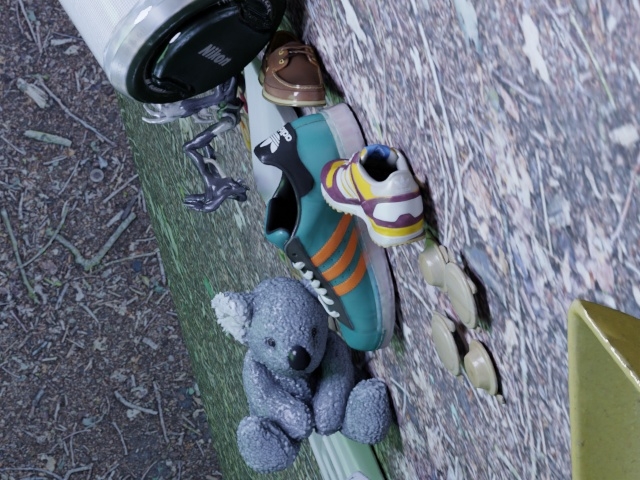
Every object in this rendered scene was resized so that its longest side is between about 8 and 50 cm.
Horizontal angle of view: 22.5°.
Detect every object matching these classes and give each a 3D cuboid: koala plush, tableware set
[{"bbox_3d":[-0.036,0.135,1.994,0.203,0.196,0.221,-109,1,-60],"label":"koala plush"},{"bbox_3d":[0.129,0.074,1.515,0.141,0.020,0.169,-132,25,-61],"label":"tableware set"}]

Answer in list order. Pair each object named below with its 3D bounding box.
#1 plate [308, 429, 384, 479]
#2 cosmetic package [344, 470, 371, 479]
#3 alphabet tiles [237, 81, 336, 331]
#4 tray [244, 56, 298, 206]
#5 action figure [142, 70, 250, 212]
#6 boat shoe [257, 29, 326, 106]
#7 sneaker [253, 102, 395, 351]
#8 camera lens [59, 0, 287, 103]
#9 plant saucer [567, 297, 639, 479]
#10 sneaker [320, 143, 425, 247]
[{"bbox_3d":[0.034,0.318,2.309,0.278,0.045,0.277,93,155,-63],"label":"plate"},{"bbox_3d":[0.080,0.411,1.858,0.225,0.138,0.224,56,171,-9],"label":"cosmetic package"},{"bbox_3d":[-0.049,-0.051,2.182,0.285,0.011,0.343,-144,37,-71],"label":"alphabet tiles"},{"bbox_3d":[-0.052,-0.108,2.003,0.270,0.030,0.145,88,159,-54],"label":"tray"},{"bbox_3d":[-0.159,-0.179,2.066,0.164,0.140,0.276,-70,-22,-77],"label":"action figure"},{"bbox_3d":[-0.033,-0.185,1.738,0.178,0.064,0.060,-121,34,-67],"label":"boat shoe"},{"bbox_3d":[0.000,0.000,1.745,0.108,0.121,0.302,-127,22,-58],"label":"sneaker"},{"bbox_3d":[-0.182,-0.303,1.743,0.274,0.219,0.219,56,165,18],"label":"camera lens"},{"bbox_3d":[0.265,0.237,0.986,0.333,0.081,0.333,-122,17,-47],"label":"plant saucer"},{"bbox_3d":[0.051,-0.063,1.568,0.185,0.069,0.084,-140,40,-57],"label":"sneaker"}]
